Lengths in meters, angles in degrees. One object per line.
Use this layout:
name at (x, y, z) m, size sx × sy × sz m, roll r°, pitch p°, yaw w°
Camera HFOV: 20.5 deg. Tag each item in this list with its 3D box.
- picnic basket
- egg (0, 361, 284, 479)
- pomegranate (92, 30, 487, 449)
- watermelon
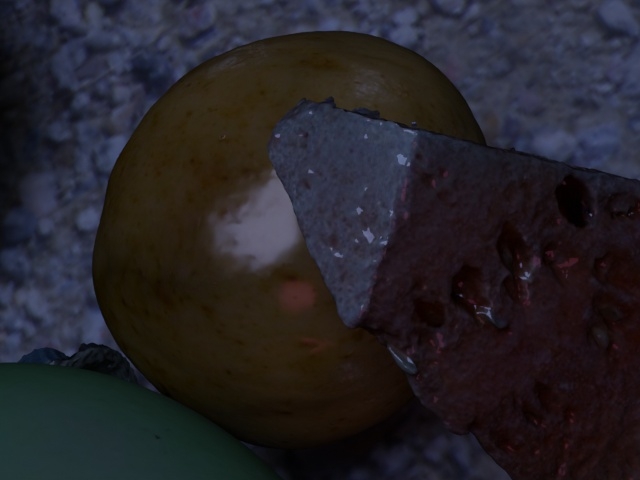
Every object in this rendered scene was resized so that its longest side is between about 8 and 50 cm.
picnic basket at (-0.125, 0.085, 0.845) m, size 0.083 × 0.065 × 0.083 m, roll -36°, pitch 40°, yaw 1°
egg at (-0.110, 0.161, 0.704) m, size 0.269 × 0.220 × 0.220 m, roll 12°, pitch 72°, yaw 28°
pomegranate at (0.000, 0.000, 0.761) m, size 0.196 × 0.196 × 0.196 m, roll -11°, pitch 62°, yaw 21°
watermelon at (0.081, 0.020, 0.678) m, size 0.094 × 0.241 × 0.154 m, roll 19°, pitch 81°, yaw 56°
